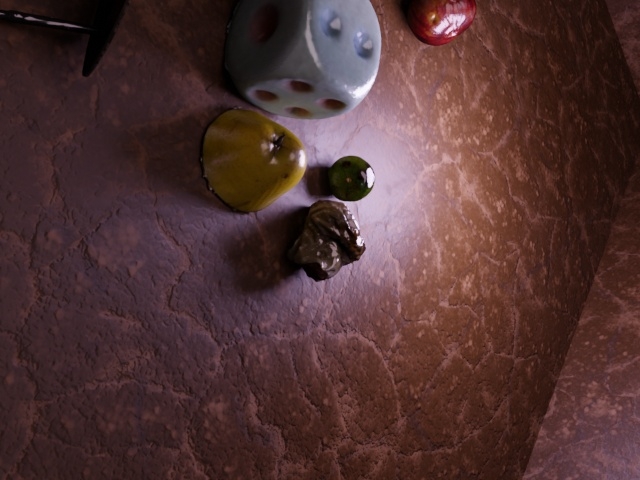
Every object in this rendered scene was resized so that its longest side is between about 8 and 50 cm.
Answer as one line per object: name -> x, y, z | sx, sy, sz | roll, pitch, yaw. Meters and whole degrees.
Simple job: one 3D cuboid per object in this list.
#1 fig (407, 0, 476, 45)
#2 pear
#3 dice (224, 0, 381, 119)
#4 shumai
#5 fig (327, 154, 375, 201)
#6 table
fig -> 0.341, -0.713, 2.142 | 0.186, 0.203, 0.250 | 65, 0, -64
pear -> -0.117, -0.183, 1.604 | 0.266, 0.178, 0.267 | -2, 93, -46
dice -> -0.037, -0.443, 1.636 | 0.262, 0.267, 0.265 | 17, 74, -45
shumai -> -0.001, -0.003, 1.759 | 0.185, 0.218, 0.184 | -28, 108, -3
fig -> 0.083, -0.163, 1.877 | 0.156, 0.123, 0.123 | -55, 136, -82
table -> -0.467, -0.503, 1.245 | 0.249, 0.317, 0.318 | 18, 74, -30
